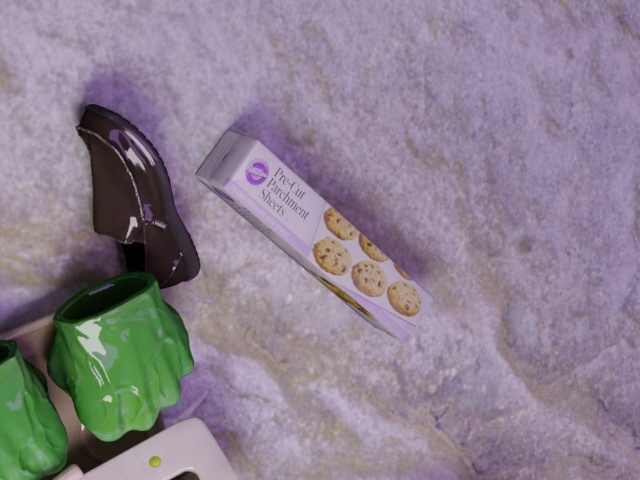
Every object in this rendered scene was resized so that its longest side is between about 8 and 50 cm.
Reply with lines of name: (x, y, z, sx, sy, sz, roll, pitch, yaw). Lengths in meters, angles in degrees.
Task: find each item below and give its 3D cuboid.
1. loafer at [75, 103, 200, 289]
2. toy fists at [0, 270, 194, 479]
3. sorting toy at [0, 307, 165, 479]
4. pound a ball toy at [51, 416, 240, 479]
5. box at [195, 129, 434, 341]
loafer: (-0.189, -0.033, 1.533, 0.078, 0.080, 0.220, -38, 123, -24)
toy fists: (-0.253, 0.144, 1.489, 0.279, 0.096, 0.142, -27, 115, -23)
sorting toy: (-0.307, 0.189, 1.555, 0.307, 0.041, 0.229, -24, 122, -26)
pound a ball toy: (-0.224, 0.303, 1.507, 0.319, 0.136, 0.208, -29, 164, -17)
box: (0.000, 0.000, 1.688, 0.324, 0.063, 0.067, 42, 78, -36)
